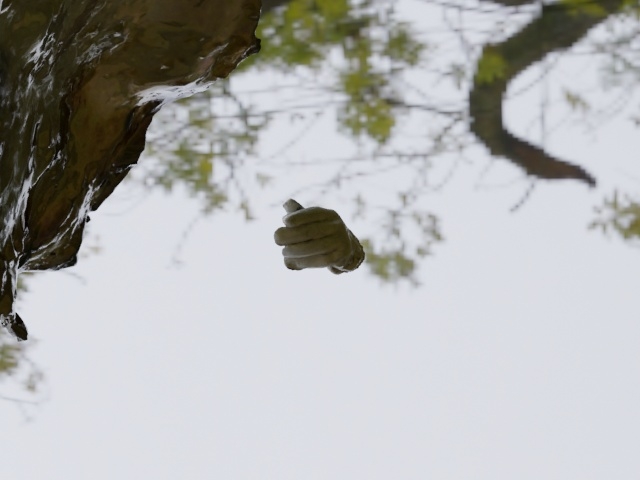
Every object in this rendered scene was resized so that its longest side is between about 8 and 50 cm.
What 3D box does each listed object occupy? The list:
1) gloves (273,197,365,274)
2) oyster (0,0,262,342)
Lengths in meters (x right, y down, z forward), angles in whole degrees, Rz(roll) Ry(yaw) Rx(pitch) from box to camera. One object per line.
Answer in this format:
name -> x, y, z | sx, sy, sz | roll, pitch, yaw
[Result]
gloves -> 0.001, -0.002, 0.956 | 0.081, 0.037, 0.044 | 4, -136, -53
oyster -> -0.119, -0.055, 0.608 | 0.221, 0.096, 0.361 | -62, -11, 10
